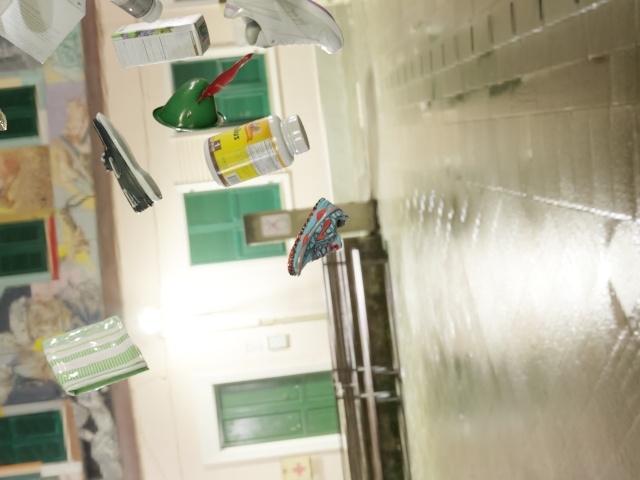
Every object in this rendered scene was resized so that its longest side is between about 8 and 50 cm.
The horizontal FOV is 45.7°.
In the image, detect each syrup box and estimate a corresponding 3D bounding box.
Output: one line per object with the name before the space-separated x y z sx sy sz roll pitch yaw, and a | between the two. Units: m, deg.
syrup box | -0.424 -0.535 2.036 0.093 0.237 0.096 -77 -22 -56

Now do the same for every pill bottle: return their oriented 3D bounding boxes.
pill bottle | -0.136 -0.199 1.649 0.117 0.215 0.117 -18 -90 -82
pill bottle | -0.455 -0.591 1.857 0.137 0.078 0.078 25 -127 -57

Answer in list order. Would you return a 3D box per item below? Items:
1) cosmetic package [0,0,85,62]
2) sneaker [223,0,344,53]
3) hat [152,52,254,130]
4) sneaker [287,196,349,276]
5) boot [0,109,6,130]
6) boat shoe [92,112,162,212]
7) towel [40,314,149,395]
cosmetic package | -0.702 -0.580 1.900 0.151 0.184 0.151 36 -158 -36
sneaker | -0.080 -0.454 1.594 0.114 0.305 0.152 33 97 48
hat | -0.305 -0.386 1.862 0.173 0.209 0.183 32 126 32
sneaker | 0.000 0.000 2.106 0.261 0.125 0.104 -62 0 -28
boot | -0.717 -0.340 1.603 0.213 0.077 0.165 74 -164 -70
boat shoe | -0.569 -0.218 2.152 0.302 0.091 0.114 57 -174 3
towel | -0.659 0.330 2.211 0.325 0.248 0.038 35 137 53
